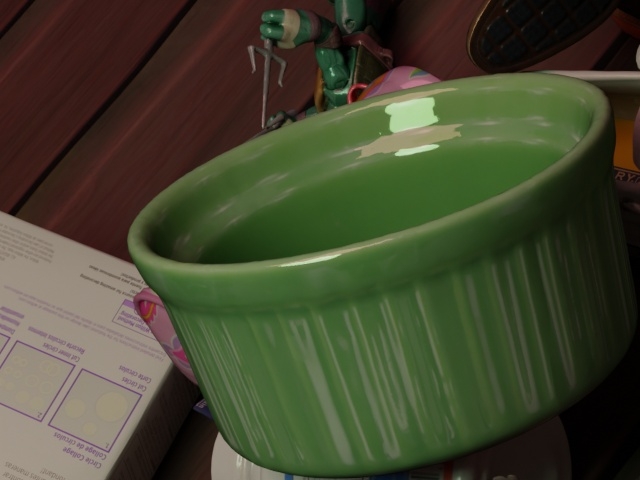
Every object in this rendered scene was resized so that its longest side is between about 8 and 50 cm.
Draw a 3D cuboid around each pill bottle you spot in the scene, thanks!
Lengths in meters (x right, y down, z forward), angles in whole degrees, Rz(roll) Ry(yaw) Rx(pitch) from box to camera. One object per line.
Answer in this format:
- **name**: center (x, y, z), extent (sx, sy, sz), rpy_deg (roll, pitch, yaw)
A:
- **pill bottle**: center (0.040, 0.150, 1.218), extent (0.221, 0.124, 0.124), rpy_deg (0, 56, 40)

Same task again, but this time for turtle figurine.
- **turtle figurine**: center (0.005, -0.138, 1.515), extent (0.118, 0.175, 0.234), rpy_deg (15, 54, 2)

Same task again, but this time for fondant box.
- **fondant box**: center (-0.254, 0.150, 1.397), extent (0.238, 0.096, 0.330), rpy_deg (22, 62, 16)

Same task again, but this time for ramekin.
- **ramekin**: center (0.047, 0.019, 1.154), extent (0.303, 0.148, 0.303), rpy_deg (-15, 18, 5)

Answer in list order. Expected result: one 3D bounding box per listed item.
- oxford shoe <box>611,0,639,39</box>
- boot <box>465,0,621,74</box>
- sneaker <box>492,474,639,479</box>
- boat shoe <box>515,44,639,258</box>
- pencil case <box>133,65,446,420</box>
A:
- **oxford shoe**: center (0.281, -0.173, 1.319), extent (0.097, 0.098, 0.271), rpy_deg (-52, 39, -10)
- **boot**: center (0.169, -0.204, 1.330), extent (0.219, 0.082, 0.106), rpy_deg (-45, 25, -7)
- **sneaker**: center (0.129, 0.201, 1.049), extent (0.276, 0.097, 0.135), rpy_deg (-7, 67, -10)
- **boat shoe**: center (0.245, -0.064, 1.206), extent (0.367, 0.156, 0.136), rpy_deg (15, 67, 47)
- **pencil case**: center (0.000, 0.000, 1.357), extent (0.284, 0.124, 0.124), rpy_deg (-44, 37, -19)
